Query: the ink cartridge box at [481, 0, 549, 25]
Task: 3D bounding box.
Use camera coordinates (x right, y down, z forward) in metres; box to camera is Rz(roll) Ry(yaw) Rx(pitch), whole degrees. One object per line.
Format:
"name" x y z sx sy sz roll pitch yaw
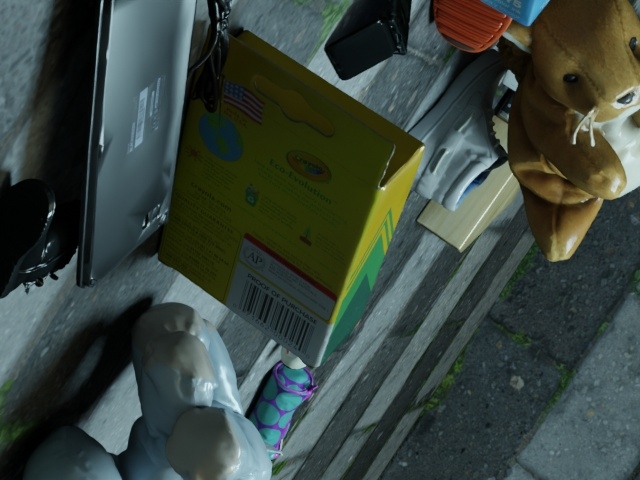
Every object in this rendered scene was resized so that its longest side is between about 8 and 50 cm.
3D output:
"ink cartridge box" 0.168 -0.368 1.360 0.198 0.197 0.270 -51 165 -18

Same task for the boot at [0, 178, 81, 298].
"boot" -0.217 -0.009 1.231 0.121 0.045 0.099 -60 166 29

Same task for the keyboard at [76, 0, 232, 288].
"keyboard" -0.128 -0.121 1.242 0.201 0.033 0.317 -45 158 -42

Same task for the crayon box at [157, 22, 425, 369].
"crayon box" -0.029 -0.048 1.437 0.081 0.202 0.318 -45 163 -38

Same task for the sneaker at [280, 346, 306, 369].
"sneaker" -0.008 0.102 2.187 0.161 0.057 0.075 -51 149 -11

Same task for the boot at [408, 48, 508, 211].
"boot" 0.210 -0.146 2.167 0.258 0.123 0.095 -49 165 -24

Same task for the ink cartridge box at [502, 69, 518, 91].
"ink cartridge box" 0.366 -0.327 2.362 0.134 0.078 0.231 -46 163 -36

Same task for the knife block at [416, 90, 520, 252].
"knife block" 0.284 -0.140 2.507 0.275 0.088 0.242 -41 159 -44

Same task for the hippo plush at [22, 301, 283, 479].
"hippo plush" -0.188 0.216 1.634 0.236 0.234 0.294 -25 149 3

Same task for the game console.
"game console" 0.053 -0.234 1.677 0.122 0.071 0.107 49 47 -76

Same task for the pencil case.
"pencil case" -0.063 0.249 2.288 0.064 0.070 0.152 -35 155 -54

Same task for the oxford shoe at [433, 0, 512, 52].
"oxford shoe" 0.201 -0.322 1.805 0.098 0.097 0.271 -58 173 -34

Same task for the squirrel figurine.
"squirrel figurine" 0.324 -0.235 2.007 0.281 0.397 0.370 -23 151 9
